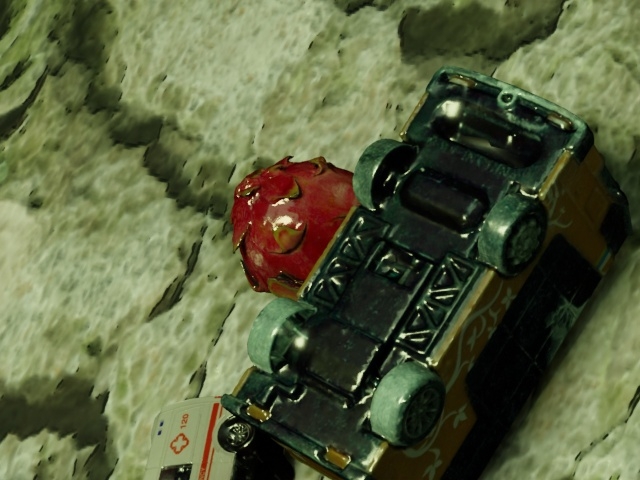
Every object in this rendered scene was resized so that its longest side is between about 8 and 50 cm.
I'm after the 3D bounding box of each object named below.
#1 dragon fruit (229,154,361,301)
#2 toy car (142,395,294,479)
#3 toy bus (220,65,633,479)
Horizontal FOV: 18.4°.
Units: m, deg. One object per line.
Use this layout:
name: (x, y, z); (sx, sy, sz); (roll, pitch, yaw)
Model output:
dragon fruit: (0.000, 0.000, 1.652); (0.166, 0.133, 0.136); (12, 42, -16)
toy car: (-0.094, 0.228, 1.578); (0.108, 0.089, 0.210); (-4, 58, 23)
toy bus: (0.092, 0.049, 1.535); (0.162, 0.194, 0.323); (26, 77, 35)
